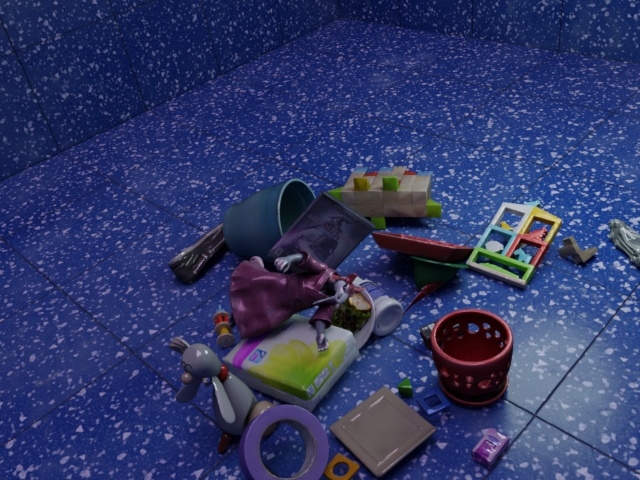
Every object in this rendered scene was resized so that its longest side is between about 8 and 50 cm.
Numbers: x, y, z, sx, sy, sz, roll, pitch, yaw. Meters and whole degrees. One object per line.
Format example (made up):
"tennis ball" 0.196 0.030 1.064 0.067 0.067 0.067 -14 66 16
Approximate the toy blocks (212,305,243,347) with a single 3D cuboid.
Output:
"toy blocks" -0.254 0.237 1.832 0.123 0.054 0.148 -16 36 -6

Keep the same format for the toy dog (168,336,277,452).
"toy dog" -0.246 0.384 1.459 0.220 0.333 0.161 -4 47 52

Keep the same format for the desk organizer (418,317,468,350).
"desk organizer" 0.334 0.244 1.678 0.130 0.050 0.047 -20 37 -13

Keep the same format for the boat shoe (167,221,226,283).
"boat shoe" -0.379 0.027 2.132 0.112 0.095 0.335 -26 12 49

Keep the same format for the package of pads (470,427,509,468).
"package of pads" 0.379 0.463 1.390 0.050 0.032 0.083 23 48 40

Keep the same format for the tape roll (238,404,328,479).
"tape roll" -0.082 0.464 1.379 0.189 0.080 0.189 7 66 -16

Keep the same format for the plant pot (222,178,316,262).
"plant pot" -0.168 -0.049 2.038 0.255 0.271 0.271 -7 34 29

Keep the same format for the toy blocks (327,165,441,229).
"toy blocks" 0.244 -0.179 2.189 0.382 0.190 0.261 1 27 16

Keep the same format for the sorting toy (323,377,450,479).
"sorting toy" 0.143 0.450 1.457 0.348 0.047 0.196 -30 37 -24

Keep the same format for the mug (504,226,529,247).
"mug" 0.617 -0.014 1.955 0.078 0.062 0.064 -4 16 -42

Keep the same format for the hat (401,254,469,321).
"hat" 0.321 0.144 1.840 0.209 0.183 0.173 9 3 -14

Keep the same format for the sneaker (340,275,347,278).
"sneaker" 0.061 0.149 1.880 0.067 0.042 0.118 25 41 33

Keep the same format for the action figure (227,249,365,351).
"action figure" -0.056 0.149 1.652 0.370 0.248 0.276 -9 5 14

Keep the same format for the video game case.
"video game case" 0.000 0.000 1.853 0.274 0.196 0.026 -47 23 25

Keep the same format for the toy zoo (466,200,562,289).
"toy zoo" 0.595 -0.007 1.883 0.192 0.030 0.293 23 68 36

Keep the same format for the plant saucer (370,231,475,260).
"plant saucer" 0.312 0.021 1.892 0.259 0.047 0.259 12 4 27

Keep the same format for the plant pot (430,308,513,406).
"plant pot" 0.366 0.288 1.507 0.191 0.174 0.191 -7 37 5

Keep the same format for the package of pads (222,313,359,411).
"package of pads" -0.073 0.304 1.640 0.297 0.101 0.229 12 42 38

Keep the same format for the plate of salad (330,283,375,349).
"plate of salad" 0.062 0.213 1.702 0.200 0.048 0.199 -15 66 37

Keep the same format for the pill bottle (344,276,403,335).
"pill bottle" 0.135 0.177 1.765 0.112 0.112 0.187 -28 41 -23

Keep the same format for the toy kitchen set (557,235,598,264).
"toy kitchen set" 0.763 0.020 1.862 0.075 0.083 0.068 -30 -1 -25

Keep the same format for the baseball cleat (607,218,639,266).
"baseball cleat" 0.938 0.010 1.842 0.110 0.072 0.205 1 40 -8
